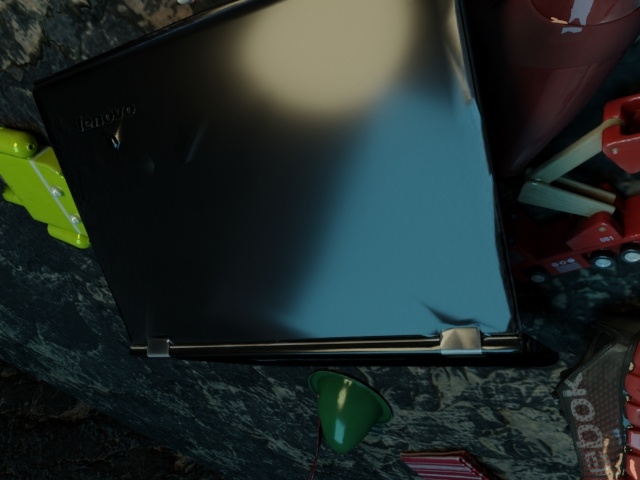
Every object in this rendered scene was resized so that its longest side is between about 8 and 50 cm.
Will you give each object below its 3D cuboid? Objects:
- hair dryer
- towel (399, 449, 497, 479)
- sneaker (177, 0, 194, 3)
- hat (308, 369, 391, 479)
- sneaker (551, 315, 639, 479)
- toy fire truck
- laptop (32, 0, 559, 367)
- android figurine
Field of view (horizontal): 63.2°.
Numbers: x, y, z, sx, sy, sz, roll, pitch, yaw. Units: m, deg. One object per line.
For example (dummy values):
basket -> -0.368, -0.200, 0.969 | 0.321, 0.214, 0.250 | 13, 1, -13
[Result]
hair dryer -> 0.108, -0.169, 0.367 | 0.223, 0.080, 0.293 | 15, 143, 55
towel -> 0.315, 0.506, 1.046 | 0.275, 0.031, 0.199 | 40, 146, -9
sneaker -> -0.103, -0.240, 0.441 | 0.161, 0.057, 0.075 | 17, 159, 18
hat -> 0.024, 0.377, 0.969 | 0.173, 0.183, 0.208 | 3, 136, 33
sneaker -> 0.305, 0.201, 0.533 | 0.098, 0.276, 0.135 | 2, -171, -22
toy fire truck -> 0.214, -0.031, 0.434 | 0.135, 0.047, 0.192 | 36, 145, -24
laptop -> 0.000, 0.000, 0.515 | 0.382, 0.236, 0.408 | -7, 163, 28
android figurine -> -0.461, -0.086, 0.884 | 0.273, 0.056, 0.248 | 17, 142, 22
